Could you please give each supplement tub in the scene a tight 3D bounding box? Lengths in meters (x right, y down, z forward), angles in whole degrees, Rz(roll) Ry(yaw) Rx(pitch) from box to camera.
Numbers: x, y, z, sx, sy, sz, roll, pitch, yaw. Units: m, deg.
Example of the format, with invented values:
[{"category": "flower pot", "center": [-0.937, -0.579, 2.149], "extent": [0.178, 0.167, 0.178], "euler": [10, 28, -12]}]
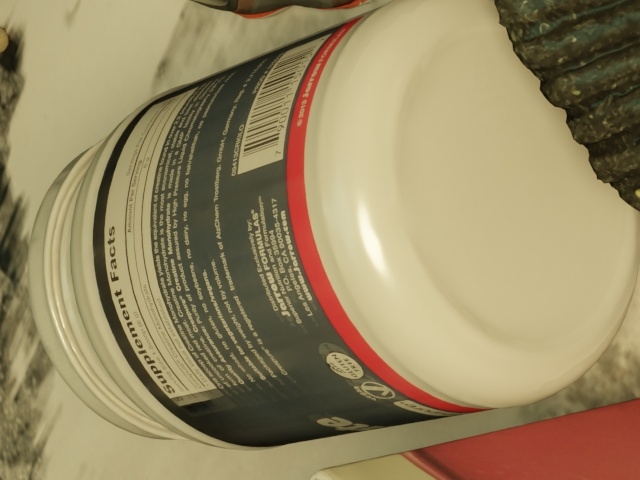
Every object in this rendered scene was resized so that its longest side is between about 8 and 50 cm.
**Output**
[{"category": "supplement tub", "center": [0.000, 0.000, 0.956], "extent": [0.272, 0.191, 0.191], "euler": [-16, 84, 49]}]

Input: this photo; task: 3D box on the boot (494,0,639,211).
[{"category": "boot", "center": [0.216, -0.054, 0.744], "extent": [0.260, 0.131, 0.348], "euler": [-34, 60, 38]}]

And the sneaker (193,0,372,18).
[{"category": "sneaker", "center": [-0.020, -0.148, 1.050], "extent": [0.158, 0.065, 0.061], "euler": [-16, 84, 49]}]

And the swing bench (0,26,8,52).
[{"category": "swing bench", "center": [-0.394, -0.147, 1.330], "extent": [0.253, 0.255, 0.165], "euler": [50, 130, 31]}]

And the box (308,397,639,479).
[{"category": "box", "center": [0.105, 0.168, 0.830], "extent": [0.127, 0.232, 0.148], "euler": [34, 121, 42]}]
